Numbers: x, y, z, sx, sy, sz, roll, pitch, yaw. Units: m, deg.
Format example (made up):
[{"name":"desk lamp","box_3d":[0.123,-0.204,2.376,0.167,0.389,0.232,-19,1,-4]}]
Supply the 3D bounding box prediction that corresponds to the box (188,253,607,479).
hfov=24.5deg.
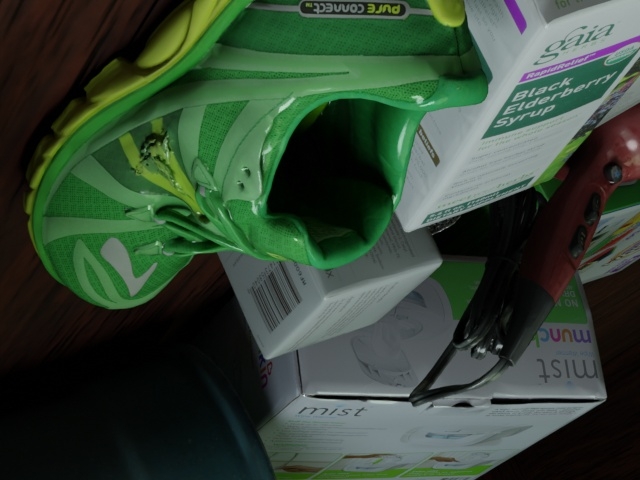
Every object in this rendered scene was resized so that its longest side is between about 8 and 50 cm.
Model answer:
[{"name":"box","box_3d":[0.048,0.111,1.168,0.262,0.126,0.231,4,152,-25]}]

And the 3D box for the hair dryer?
[{"name":"hair dryer","box_3d":[0.166,-0.022,0.907,0.293,0.223,0.080,-38,124,15]}]

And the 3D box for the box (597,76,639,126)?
[{"name":"box","box_3d":[0.223,-0.145,0.825,0.324,0.063,0.067,-31,167,21]}]

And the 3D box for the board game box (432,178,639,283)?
[{"name":"board game box","box_3d":[0.228,-0.016,1.307,0.317,0.064,0.242,-14,162,-39]}]

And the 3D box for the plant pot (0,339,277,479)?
[{"name":"plant pot","box_3d":[-0.228,0.268,1.058,0.334,0.341,0.341,-10,160,-27]}]

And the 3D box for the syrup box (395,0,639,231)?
[{"name":"syrup box","box_3d":[0.087,-0.097,0.692,0.093,0.096,0.237,-21,167,-17]}]

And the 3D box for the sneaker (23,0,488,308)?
[{"name":"sneaker","box_3d":[-0.039,-0.031,0.649,0.109,0.123,0.295,-15,163,-40]}]

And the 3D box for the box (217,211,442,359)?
[{"name":"box","box_3d":[0.000,0.000,0.879,0.087,0.102,0.101,-16,163,-29]}]
